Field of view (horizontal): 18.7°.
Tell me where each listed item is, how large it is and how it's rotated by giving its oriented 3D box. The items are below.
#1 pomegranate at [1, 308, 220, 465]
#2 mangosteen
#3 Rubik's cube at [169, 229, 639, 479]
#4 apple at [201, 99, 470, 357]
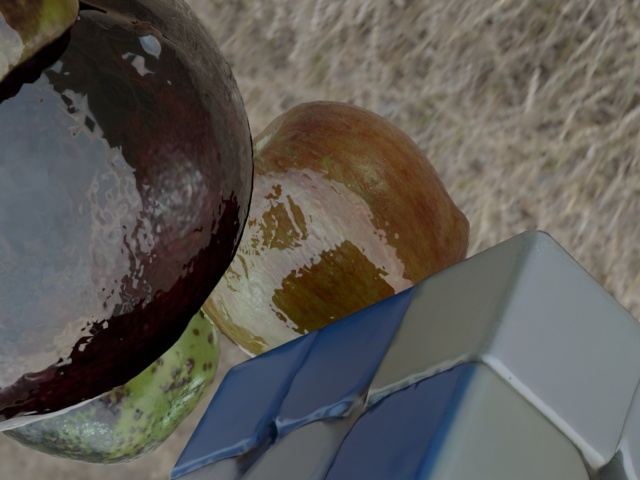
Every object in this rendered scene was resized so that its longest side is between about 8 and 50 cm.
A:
[{"bbox_3d":[-0.211,0.067,1.731,0.222,0.204,0.276,-20,128,-12],"label":"pomegranate"},{"bbox_3d":[-0.196,-0.066,1.037,0.307,0.307,0.347,0,125,24],"label":"mangosteen"},{"bbox_3d":[0.085,0.261,1.230,0.344,0.347,0.346,42,140,-19],"label":"Rubik's cube"},{"bbox_3d":[0.000,0.000,1.501,0.211,0.211,0.188,-33,101,34],"label":"apple"}]
